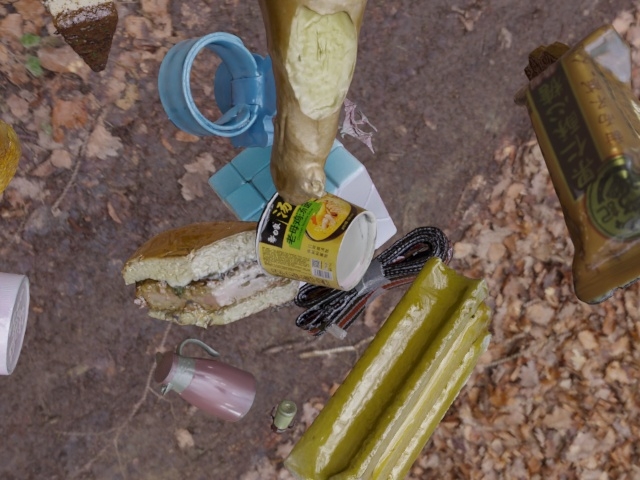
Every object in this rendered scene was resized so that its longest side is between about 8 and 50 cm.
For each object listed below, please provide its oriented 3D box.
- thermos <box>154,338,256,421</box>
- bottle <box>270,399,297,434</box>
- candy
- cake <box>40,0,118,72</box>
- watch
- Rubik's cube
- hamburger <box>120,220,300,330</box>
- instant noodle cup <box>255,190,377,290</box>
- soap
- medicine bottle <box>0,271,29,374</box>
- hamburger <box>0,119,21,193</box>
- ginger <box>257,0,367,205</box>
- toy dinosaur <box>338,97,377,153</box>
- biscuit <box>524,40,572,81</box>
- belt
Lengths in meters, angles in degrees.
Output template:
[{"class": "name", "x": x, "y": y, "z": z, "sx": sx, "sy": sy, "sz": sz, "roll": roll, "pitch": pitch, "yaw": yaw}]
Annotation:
[{"class": "thermos", "x": -0.320, "y": 0.375, "z": 1.660, "sx": 0.265, "sy": 0.146, "sz": 0.176, "roll": 33, "pitch": 49, "yaw": -31}, {"class": "bottle", "x": -0.093, "y": 0.431, "z": 1.470, "sx": 0.047, "sy": 0.063, "sz": 0.101, "roll": -15, "pitch": 140, "yaw": -40}, {"class": "candy", "x": 0.272, "y": -0.081, "z": 0.578, "sx": 0.101, "sy": 0.271, "sz": 0.143, "roll": 18, "pitch": 142, "yaw": -28}, {"class": "cake", "x": -0.495, "y": -0.475, "z": 1.338, "sx": 0.135, "sy": 0.246, "sz": 0.112, "roll": -23, "pitch": 81, "yaw": -1}, {"class": "watch", "x": -0.173, "y": -0.254, "z": 1.049, "sx": 0.193, "sy": 0.211, "sz": 0.211, "roll": -6, "pitch": 112, "yaw": -43}, {"class": "Rubik's cube", "x": -0.043, "y": -0.090, "z": 1.595, "sx": 0.322, "sy": 0.316, "sz": 0.319, "roll": -39, "pitch": 143, "yaw": -2}, {"class": "hamburger", "x": -0.187, "y": 0.048, "z": 1.039, "sx": 0.282, "sy": 0.245, "sz": 0.155, "roll": -26, "pitch": 118, "yaw": -14}, {"class": "instant noodle cup", "x": 0.000, "y": 0.000, "z": 0.840, "sx": 0.151, "sy": 0.122, "sz": 0.151, "roll": -42, "pitch": 143, "yaw": -43}, {"class": "soap", "x": 0.100, "y": 0.194, "z": 0.761, "sx": 0.315, "sy": 0.091, "sz": 0.199, "roll": -52, "pitch": 148, "yaw": -14}, {"class": "medicine bottle", "x": -0.725, "y": 0.127, "z": 1.043, "sx": 0.379, "sy": 0.213, "sz": 0.213, "roll": 8, "pitch": 105, "yaw": -16}, {"class": "hamburger", "x": -0.495, "y": -0.074, "z": 0.669, "sx": 0.290, "sy": 0.314, "sz": 0.170, "roll": -40, "pitch": 101, "yaw": -10}, {"class": "ginger", "x": -0.015, "y": -0.150, "z": 0.477, "sx": 0.086, "sy": 0.131, "sz": 0.294, "roll": -20, "pitch": 137, "yaw": -32}, {"class": "toy dinosaur", "x": 0.110, "y": -0.369, "z": 1.943, "sx": 0.108, "sy": 0.032, "sz": 0.220, "roll": -30, "pitch": 103, "yaw": 2}, {"class": "biscuit", "x": 0.367, "y": -0.210, "z": 0.894, "sx": 0.034, "sy": 0.215, "sz": 0.182, "roll": -33, "pitch": 104, "yaw": 5}, {"class": "belt", "x": 0.109, "y": 0.084, "z": 1.259, "sx": 0.359, "sy": 0.126, "sz": 0.094, "roll": -31, "pitch": 147, "yaw": 10}]
